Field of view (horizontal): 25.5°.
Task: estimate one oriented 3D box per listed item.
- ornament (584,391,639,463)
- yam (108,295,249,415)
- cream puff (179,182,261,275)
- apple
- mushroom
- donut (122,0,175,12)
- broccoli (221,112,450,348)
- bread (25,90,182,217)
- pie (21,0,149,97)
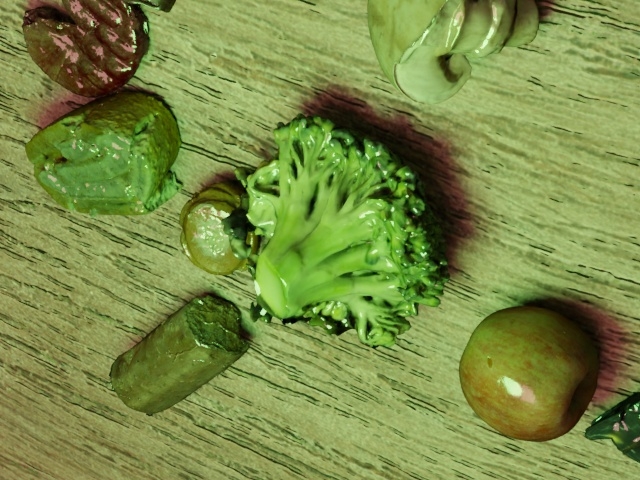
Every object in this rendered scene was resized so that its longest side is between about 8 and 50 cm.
[{"bbox_3d":[0.518,0.306,1.988,0.236,0.080,0.202,49,132,-1],"label":"ornament"},{"bbox_3d":[-0.227,0.186,2.305,0.128,0.129,0.238,48,130,-5],"label":"yam"},{"bbox_3d":[-0.148,-0.022,2.155,0.126,0.103,0.144,0,118,15],"label":"cream puff"},{"bbox_3d":[0.289,0.183,1.976,0.174,0.188,0.188,27,128,26],"label":"apple"},{"bbox_3d":[0.162,-0.315,1.777,0.253,0.195,0.189,-56,51,45],"label":"mushroom"},{"bbox_3d":[-0.314,-0.489,1.956,0.345,0.136,0.259,22,124,16],"label":"donut"},{"bbox_3d":[0.018,-0.009,2.003,0.334,0.272,0.324,109,145,-43],"label":"broccoli"},{"bbox_3d":[-0.338,-0.123,2.190,0.257,0.124,0.186,-6,115,34],"label":"bread"},{"bbox_3d":[-0.354,-0.318,2.131,0.219,0.054,0.204,-35,97,37],"label":"pie"}]
